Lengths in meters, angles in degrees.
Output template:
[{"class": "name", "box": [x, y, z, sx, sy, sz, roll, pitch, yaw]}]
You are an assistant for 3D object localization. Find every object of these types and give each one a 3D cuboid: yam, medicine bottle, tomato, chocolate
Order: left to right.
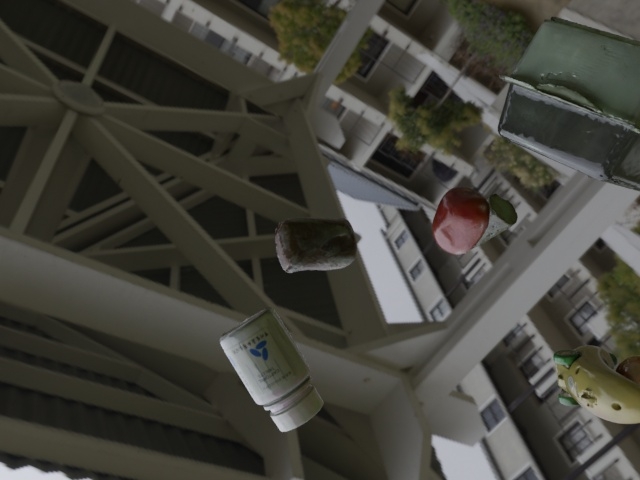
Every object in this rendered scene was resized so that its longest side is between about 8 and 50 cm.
[{"class": "medicine bottle", "box": [-0.123, 0.334, 1.545, 0.293, 0.170, 0.170, 58, -156, -1]}, {"class": "chocolate", "box": [0.001, 0.001, 1.648, 0.254, 0.080, 0.156, -2, -108, -34]}, {"class": "tomato", "box": [0.330, -0.045, 1.462, 0.082, 0.174, 0.166, 5, -156, -24]}, {"class": "yam", "box": [0.459, -0.045, 1.717, 0.107, 0.194, 0.107, 21, -129, -28]}]

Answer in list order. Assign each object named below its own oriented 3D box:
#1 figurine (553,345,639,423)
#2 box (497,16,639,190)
[{"class": "figurine", "box": [0.674, 0.324, 1.352, 0.222, 0.124, 0.324, -6, -176, 0]}, {"class": "box", "box": [0.391, -0.177, 0.818, 0.291, 0.166, 0.221, 2, -153, -47]}]
